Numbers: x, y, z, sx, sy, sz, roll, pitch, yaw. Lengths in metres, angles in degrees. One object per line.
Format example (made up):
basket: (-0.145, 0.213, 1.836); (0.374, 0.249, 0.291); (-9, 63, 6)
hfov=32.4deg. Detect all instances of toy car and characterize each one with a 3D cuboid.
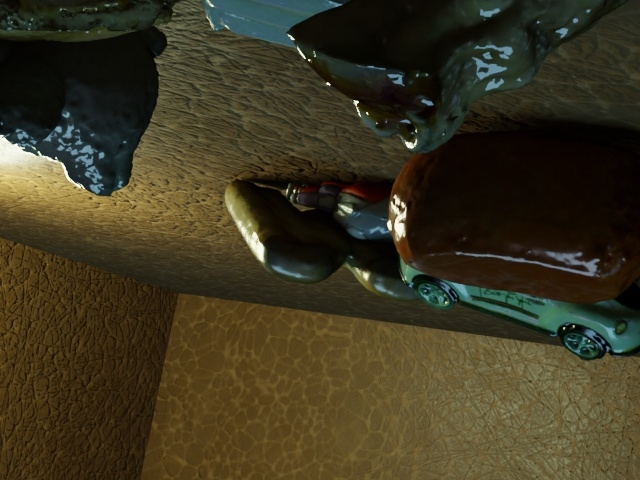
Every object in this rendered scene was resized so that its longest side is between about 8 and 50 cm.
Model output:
toy car: (0.225, 0.016, 1.195); (0.306, 0.136, 0.125); (20, 149, 26)

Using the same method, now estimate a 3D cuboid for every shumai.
shumai: (0.067, -0.125, 0.610); (0.209, 0.153, 0.161); (11, 165, 20)

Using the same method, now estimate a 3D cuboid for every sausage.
sausage: (0.193, -0.026, 1.060); (0.268, 0.141, 0.153); (6, 158, 23)

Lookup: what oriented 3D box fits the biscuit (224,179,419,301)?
biscuit: (0.000, 0.000, 1.479); (0.237, 0.062, 0.291); (12, -164, -22)

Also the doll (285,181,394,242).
doll: (0.056, -0.040, 1.420); (0.227, 0.075, 0.102); (18, -166, 33)

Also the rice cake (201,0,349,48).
rice cake: (0.028, -0.158, 0.771); (0.237, 0.043, 0.127); (10, 170, -2)

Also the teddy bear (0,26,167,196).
teddy bear: (-0.253, -0.141, 0.855); (0.267, 0.151, 0.236); (11, -159, -39)

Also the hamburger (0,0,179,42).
hamburger: (-0.168, -0.182, 0.762); (0.176, 0.087, 0.102); (-2, -174, 11)
